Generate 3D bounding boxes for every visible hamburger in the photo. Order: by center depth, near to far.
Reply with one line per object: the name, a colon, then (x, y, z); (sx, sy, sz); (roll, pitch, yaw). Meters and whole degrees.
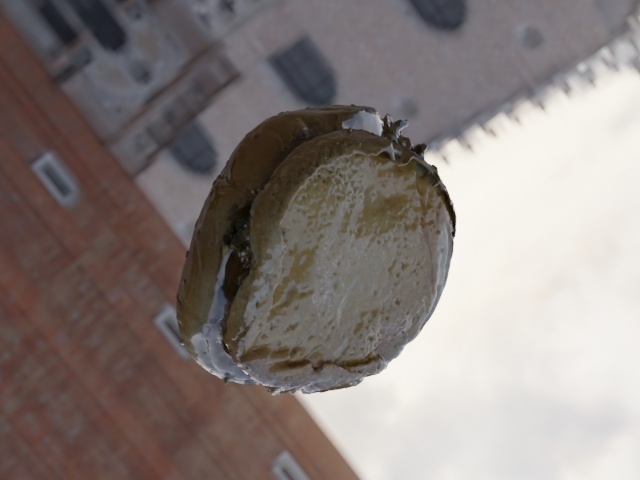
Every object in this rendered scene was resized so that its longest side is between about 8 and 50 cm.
hamburger: (0.000, 0.000, 1.512); (0.146, 0.243, 0.286); (29, -111, 38)
